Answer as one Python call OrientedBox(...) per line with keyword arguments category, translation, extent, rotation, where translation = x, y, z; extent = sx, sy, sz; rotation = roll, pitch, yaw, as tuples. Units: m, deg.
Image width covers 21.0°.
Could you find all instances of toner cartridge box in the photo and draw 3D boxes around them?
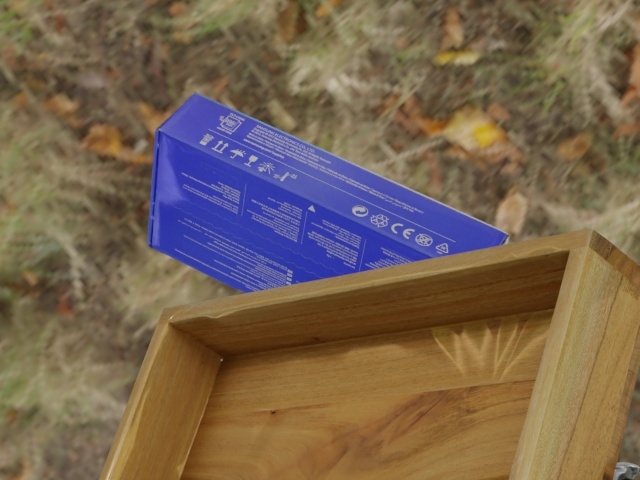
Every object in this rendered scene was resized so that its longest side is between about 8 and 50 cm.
OrientedBox(category="toner cartridge box", translation=(0.000, 0.000, 1.682), extent=(0.348, 0.075, 0.165), rotation=(26, 137, 15))

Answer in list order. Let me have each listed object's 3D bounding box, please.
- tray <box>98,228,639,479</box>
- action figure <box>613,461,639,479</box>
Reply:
OrientedBox(category="tray", translation=(0.013, 0.125, 1.100), extent=(0.076, 0.202, 0.411), rotation=(36, 150, -32))
OrientedBox(category="action figure", translation=(0.341, 0.350, 1.947), extent=(0.285, 0.185, 0.099), rotation=(29, 170, -14))
